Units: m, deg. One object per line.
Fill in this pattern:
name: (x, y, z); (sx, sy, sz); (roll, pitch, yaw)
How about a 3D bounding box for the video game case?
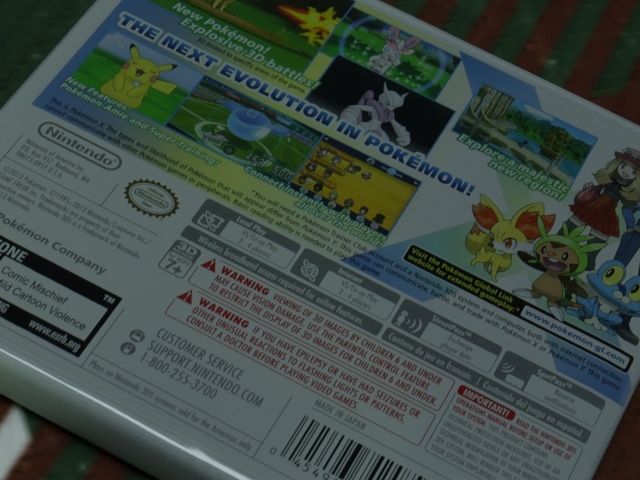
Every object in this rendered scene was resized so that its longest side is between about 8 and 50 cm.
video game case: (0.000, 0.000, 0.883); (0.329, 0.036, 0.300); (27, 53, 9)
